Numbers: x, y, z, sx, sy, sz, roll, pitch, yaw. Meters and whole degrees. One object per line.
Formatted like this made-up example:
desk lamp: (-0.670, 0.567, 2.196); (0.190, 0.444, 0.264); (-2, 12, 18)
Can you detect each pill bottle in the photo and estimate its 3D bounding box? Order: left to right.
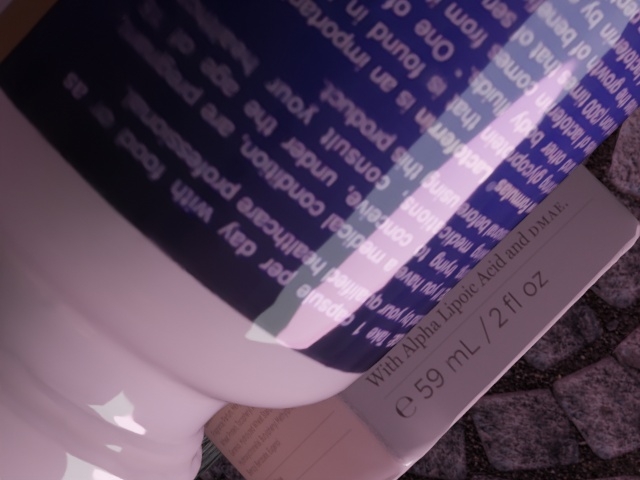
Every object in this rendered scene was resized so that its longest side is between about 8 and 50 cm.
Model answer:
pill bottle: (-0.007, -0.053, 0.393); (0.264, 0.153, 0.153); (-46, 174, 8)

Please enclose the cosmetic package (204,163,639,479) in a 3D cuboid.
cosmetic package: (0.000, 0.000, 0.651); (0.151, 0.183, 0.151); (-42, 175, -26)
